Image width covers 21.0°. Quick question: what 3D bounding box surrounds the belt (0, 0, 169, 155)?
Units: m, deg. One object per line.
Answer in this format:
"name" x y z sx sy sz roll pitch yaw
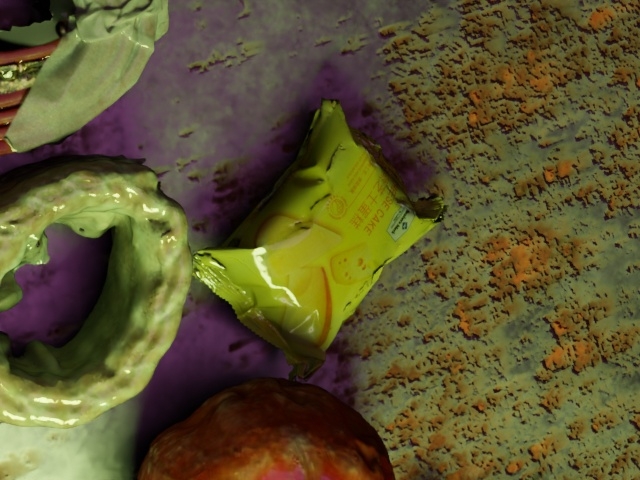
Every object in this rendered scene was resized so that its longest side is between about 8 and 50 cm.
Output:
"belt" -0.281 -0.178 1.377 0.324 0.115 0.227 -12 99 -23

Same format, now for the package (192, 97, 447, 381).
"package" 0.000 0.000 1.524 0.168 0.090 0.226 45 73 -22

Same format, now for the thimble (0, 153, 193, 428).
"thimble" -0.213 0.041 1.403 0.229 0.148 0.196 -36 107 -16

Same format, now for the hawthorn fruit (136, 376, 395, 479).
"hawthorn fruit" -0.036 0.233 1.425 0.242 0.272 0.241 0 91 -14
